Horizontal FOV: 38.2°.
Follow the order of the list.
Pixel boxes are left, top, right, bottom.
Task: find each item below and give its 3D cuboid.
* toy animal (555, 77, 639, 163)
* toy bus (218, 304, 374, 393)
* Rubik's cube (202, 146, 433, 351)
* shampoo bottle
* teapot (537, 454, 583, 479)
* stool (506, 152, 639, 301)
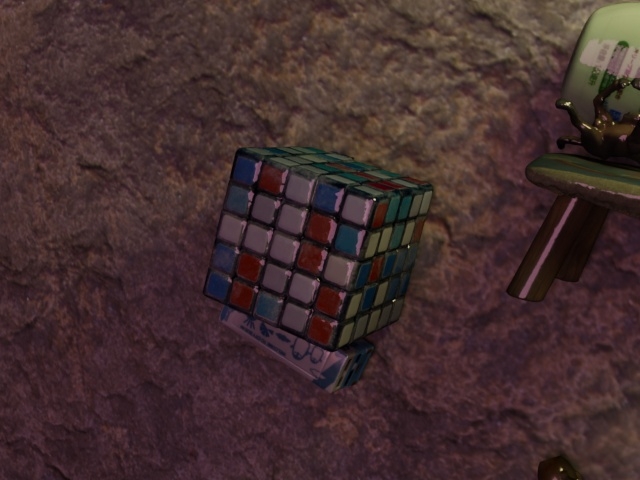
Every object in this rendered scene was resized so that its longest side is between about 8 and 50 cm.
[{"bbox_3d":[0.462,-0.166,1.409,0.233,0.084,0.148,3,126,34],"label":"toy animal"},{"bbox_3d":[-0.051,0.180,1.823,0.297,0.131,0.106,30,108,20],"label":"toy bus"},{"bbox_3d":[0.000,0.000,1.689,0.292,0.287,0.292,23,106,24],"label":"Rubik's cube"},{"bbox_3d":[0.570,-0.235,1.449,0.350,0.151,0.221,25,109,22],"label":"shampoo bottle"},{"bbox_3d":[0.434,0.416,1.625,0.085,0.110,0.080,-12,72,-15],"label":"teapot"},{"bbox_3d":[0.473,0.000,1.437,0.311,0.310,0.226,16,103,27],"label":"stool"}]
